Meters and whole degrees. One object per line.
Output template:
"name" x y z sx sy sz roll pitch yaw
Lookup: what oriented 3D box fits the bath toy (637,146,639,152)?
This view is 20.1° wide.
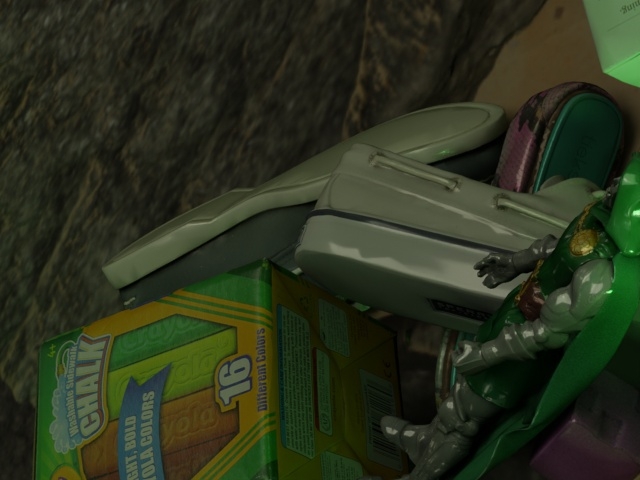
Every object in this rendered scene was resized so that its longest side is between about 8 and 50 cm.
"bath toy" 0.232 -0.191 0.950 0.151 0.129 0.348 6 76 4

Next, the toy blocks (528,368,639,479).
"toy blocks" 0.176 0.220 0.773 0.309 0.260 0.288 -55 5 48

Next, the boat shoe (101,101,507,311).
"boat shoe" 0.000 0.000 1.167 0.319 0.116 0.099 -21 101 34

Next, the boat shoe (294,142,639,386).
"boat shoe" 0.122 0.010 0.941 0.268 0.096 0.088 13 69 23

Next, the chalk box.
"chalk box" -0.074 0.117 0.998 0.213 0.132 0.132 -21 58 29

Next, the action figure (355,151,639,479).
"action figure" 0.094 0.044 0.824 0.232 0.063 0.137 -54 6 38

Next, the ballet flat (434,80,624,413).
"ballet flat" 0.112 0.014 1.035 0.079 0.077 0.221 -7 61 67

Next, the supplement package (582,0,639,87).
"supplement package" 0.252 -0.163 0.706 0.262 0.204 0.145 -28 64 38
